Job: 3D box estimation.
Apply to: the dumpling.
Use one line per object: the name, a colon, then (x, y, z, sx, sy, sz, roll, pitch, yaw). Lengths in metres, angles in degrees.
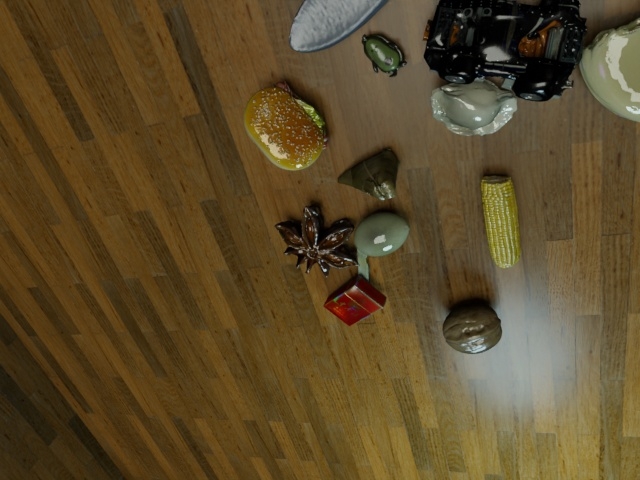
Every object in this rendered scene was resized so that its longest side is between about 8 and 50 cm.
dumpling: (0.326, -0.289, 1.021, 0.188, 0.108, 0.127, 8, 152, -4)

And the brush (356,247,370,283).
brush: (0.125, 0.059, 1.349, 0.033, 0.030, 0.178, 13, 124, 32)

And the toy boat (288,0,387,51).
toy boat: (0.038, -0.495, 0.988, 0.283, 0.078, 0.127, -31, 112, 30)

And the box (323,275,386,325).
box: (0.101, 0.186, 1.402, 0.112, 0.048, 0.175, 38, 138, -8)

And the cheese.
cheese: (0.634, -0.356, 0.860, 0.266, 0.127, 0.233, -30, 109, 29)

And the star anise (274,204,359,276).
star anise: (-0.004, -0.006, 1.312, 0.214, 0.099, 0.220, -21, 109, 13)

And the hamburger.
hamburger: (-0.084, -0.272, 1.126, 0.210, 0.173, 0.116, 50, 160, -16)

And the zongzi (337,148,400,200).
zongzi: (0.105, -0.140, 1.146, 0.176, 0.160, 0.078, -18, 119, 25)

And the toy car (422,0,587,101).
toy car: (0.355, -0.393, 0.922, 0.301, 0.118, 0.193, 16, 98, 12)

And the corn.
corn: (0.445, -0.046, 1.147, 0.081, 0.081, 0.248, -7, 119, 21)

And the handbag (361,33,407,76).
handbag: (0.134, -0.412, 1.028, 0.111, 0.047, 0.072, 37, 124, -10)

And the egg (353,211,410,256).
egg: (0.161, -0.017, 1.235, 0.152, 0.114, 0.114, -19, 115, 18)

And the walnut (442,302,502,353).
walnut: (0.426, 0.248, 1.314, 0.162, 0.140, 0.140, -24, 113, 12)
